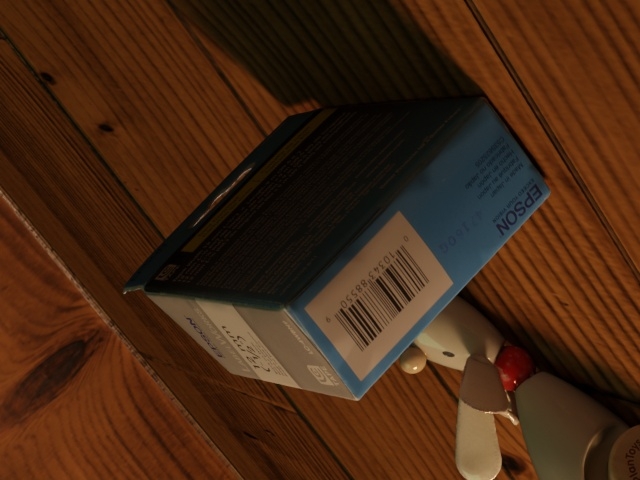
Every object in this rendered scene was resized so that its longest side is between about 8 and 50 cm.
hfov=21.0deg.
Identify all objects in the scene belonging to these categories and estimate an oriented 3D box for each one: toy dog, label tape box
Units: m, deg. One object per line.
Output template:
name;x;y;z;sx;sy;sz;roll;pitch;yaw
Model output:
toy dog;0.198;0.201;1.667;0.334;0.161;0.220;29;156;36
label tape box;0.000;0.000;1.503;0.115;0.249;0.348;50;160;-18
